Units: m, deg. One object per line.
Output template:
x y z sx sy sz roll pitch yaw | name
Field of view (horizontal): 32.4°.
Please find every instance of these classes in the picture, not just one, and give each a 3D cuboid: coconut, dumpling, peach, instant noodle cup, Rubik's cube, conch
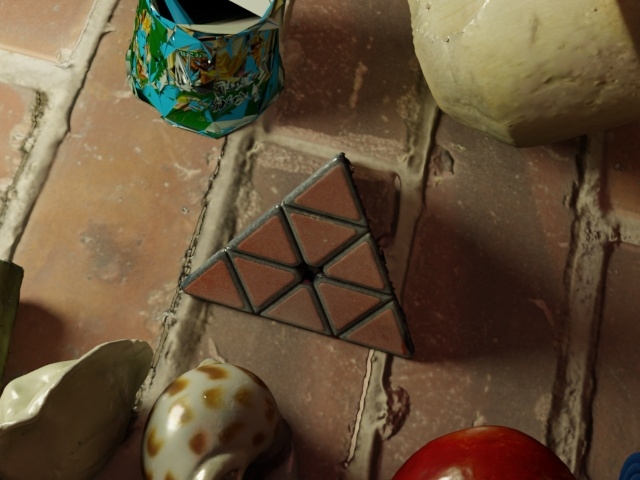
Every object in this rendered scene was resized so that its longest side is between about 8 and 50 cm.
0.328 -0.327 1.479 0.415 0.344 0.416 -9 69 24 | coconut
-0.282 0.188 1.211 0.252 0.179 0.131 -32 65 -22 | dumpling
0.176 0.318 1.177 0.199 0.243 0.243 -10 58 -48 | peach
-0.155 -0.292 1.511 0.240 0.178 0.240 4 60 -7 | instant noodle cup
0.000 0.000 1.385 0.233 0.228 0.229 21 97 45 | Rubik's cube
-0.116 0.232 1.235 0.148 0.183 0.275 -16 40 29 | conch

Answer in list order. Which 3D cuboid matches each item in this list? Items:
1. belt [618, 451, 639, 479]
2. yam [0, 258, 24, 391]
0.418 0.395 1.182 0.117 0.212 0.347 -1 57 -11 | belt
-0.412 0.145 1.266 0.106 0.106 0.259 5 58 -6 | yam
